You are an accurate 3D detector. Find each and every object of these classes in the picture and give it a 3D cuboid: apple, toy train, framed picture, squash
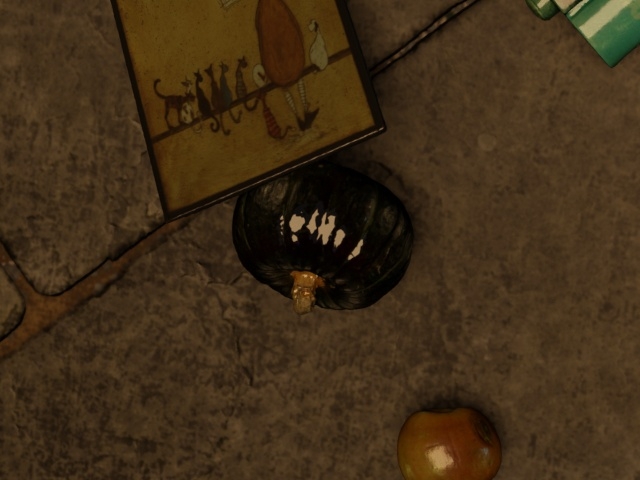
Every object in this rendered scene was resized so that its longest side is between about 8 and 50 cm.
[{"bbox_3d":[0.141,0.231,1.565,0.114,0.099,0.102,-14,93,17],"label":"apple"},{"bbox_3d":[0.334,-0.292,1.449,0.248,0.101,0.159,-42,98,14],"label":"toy train"},{"bbox_3d":[-0.091,-0.214,1.510,0.255,0.014,0.339,-21,68,14],"label":"framed picture"},{"bbox_3d":[0.001,-0.005,1.514,0.193,0.156,0.193,24,140,22],"label":"squash"}]
